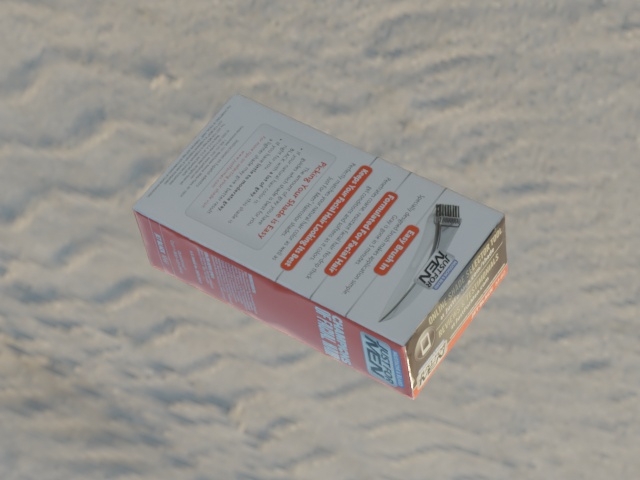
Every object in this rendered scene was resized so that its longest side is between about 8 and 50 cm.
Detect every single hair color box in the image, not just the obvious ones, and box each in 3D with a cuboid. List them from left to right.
[{"bbox_3d":[0.000,0.000,0.833,0.167,0.093,0.053,26,151,26],"label":"hair color box"}]
